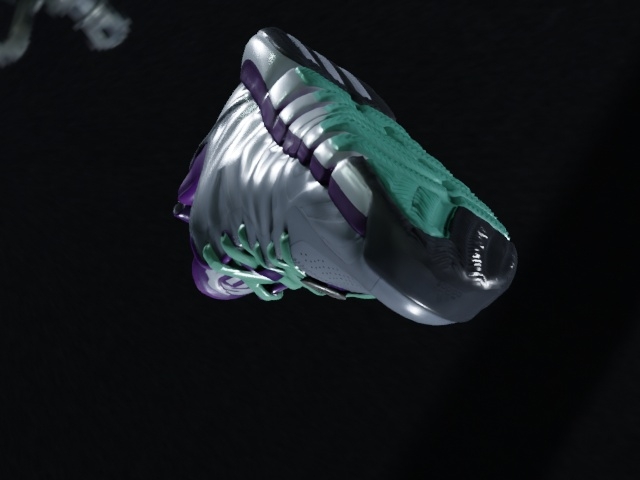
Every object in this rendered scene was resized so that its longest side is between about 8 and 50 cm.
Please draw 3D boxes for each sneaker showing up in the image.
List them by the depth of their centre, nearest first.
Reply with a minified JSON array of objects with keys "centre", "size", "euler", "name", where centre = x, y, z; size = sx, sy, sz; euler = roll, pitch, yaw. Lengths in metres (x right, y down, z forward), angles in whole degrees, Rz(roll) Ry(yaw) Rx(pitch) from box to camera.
[{"centre":[0.000,0.000,0.703],"size":[0.083,0.223,0.098],"euler":[31,-79,-22],"name":"sneaker"}]
